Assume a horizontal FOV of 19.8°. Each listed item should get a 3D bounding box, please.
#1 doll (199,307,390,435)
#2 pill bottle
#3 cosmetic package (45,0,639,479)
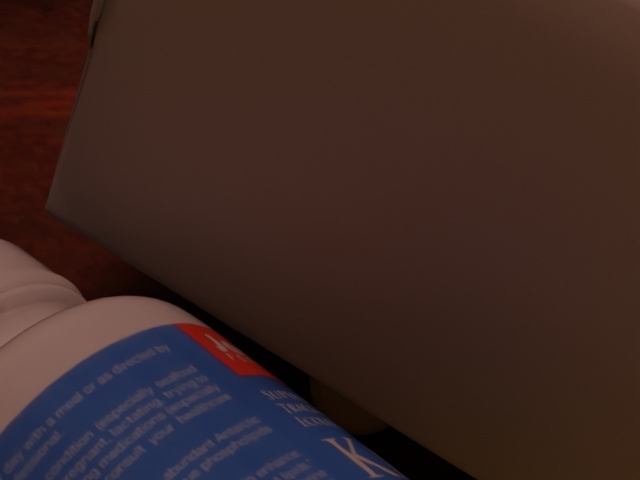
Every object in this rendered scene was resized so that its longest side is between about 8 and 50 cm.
[{"bbox_3d":[0.000,0.000,0.704,0.129,0.046,0.189,-1,39,-15],"label":"doll"},{"bbox_3d":[-0.042,0.092,0.509,0.221,0.124,0.124,36,43,27],"label":"pill bottle"},{"bbox_3d":[0.114,-0.018,0.592,0.365,0.197,0.155,33,41,8],"label":"cosmetic package"}]
